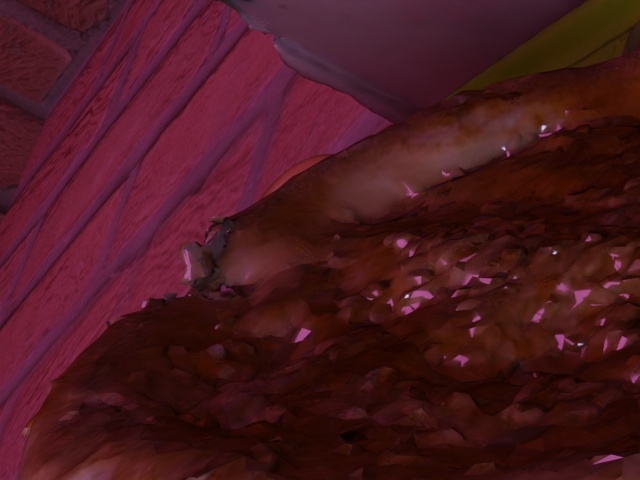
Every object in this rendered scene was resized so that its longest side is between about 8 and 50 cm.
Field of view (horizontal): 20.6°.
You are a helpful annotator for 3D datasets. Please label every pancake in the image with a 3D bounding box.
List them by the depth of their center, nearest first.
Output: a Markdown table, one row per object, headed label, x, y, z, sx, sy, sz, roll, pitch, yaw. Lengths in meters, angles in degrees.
| label | x | y | z | sx | sy | sz | roll | pitch | yaw |
| --- | --- | --- | --- | --- | --- | --- | --- | --- | --- |
| pancake | 0.082 | 0.015 | 0.501 | 0.382 | 0.071 | 0.382 | -19 | 20 | 7 |

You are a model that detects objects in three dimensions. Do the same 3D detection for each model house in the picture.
| label | x | y | z | sx | sy | sz | roll | pitch | yaw |
| --- | --- | --- | --- | --- | --- | --- | --- | --- | --- |
| model house | 0.091 | -0.213 | 0.963 | 0.237 | 0.202 | 0.237 | -26 | 39 | 64 |

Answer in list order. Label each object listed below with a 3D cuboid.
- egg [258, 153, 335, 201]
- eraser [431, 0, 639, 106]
| label | x | y | z | sx | sy | sz | roll | pitch | yaw |
| --- | --- | --- | --- | --- | --- | --- | --- | --- | --- |
| egg | 0.000 | 0.000 | 0.810 | 0.071 | 0.071 | 0.083 | -81 | 1 | -49 |
| eraser | 0.093 | 0.002 | 0.808 | 0.274 | 0.092 | 0.210 | -34 | 32 | 62 |
